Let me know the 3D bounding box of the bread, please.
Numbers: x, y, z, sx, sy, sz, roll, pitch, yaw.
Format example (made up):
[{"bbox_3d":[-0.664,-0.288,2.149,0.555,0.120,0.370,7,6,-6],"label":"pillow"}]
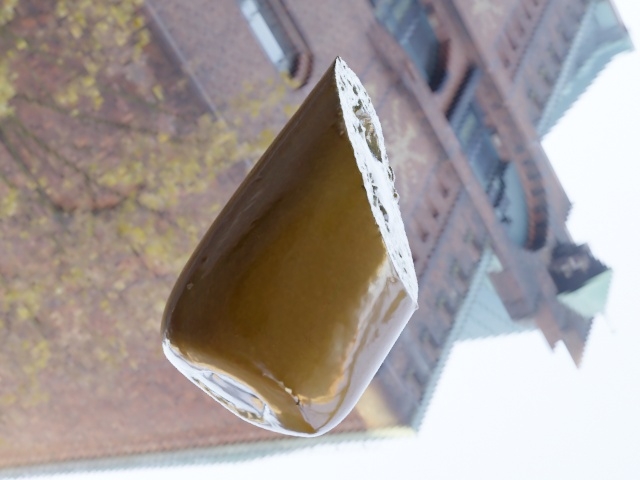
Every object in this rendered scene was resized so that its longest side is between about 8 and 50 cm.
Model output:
[{"bbox_3d":[0.001,-0.001,0.354,0.062,0.049,0.103,19,-110,47],"label":"bread"}]
